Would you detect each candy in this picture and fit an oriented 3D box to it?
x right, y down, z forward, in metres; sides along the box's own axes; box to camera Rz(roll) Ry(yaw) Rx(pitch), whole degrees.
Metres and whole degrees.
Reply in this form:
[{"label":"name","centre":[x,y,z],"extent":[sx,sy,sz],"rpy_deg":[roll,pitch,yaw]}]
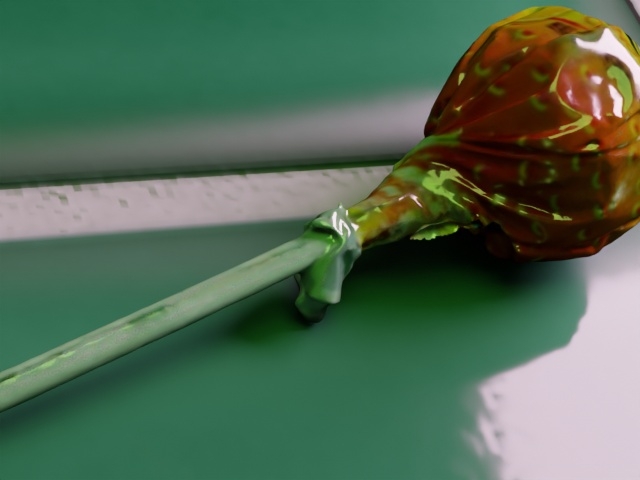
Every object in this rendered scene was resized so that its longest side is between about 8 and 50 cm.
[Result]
[{"label":"candy","centre":[0.000,0.000,0.365],"extent":[0.201,0.060,0.060],"rpy_deg":[-26,62,-28]}]
